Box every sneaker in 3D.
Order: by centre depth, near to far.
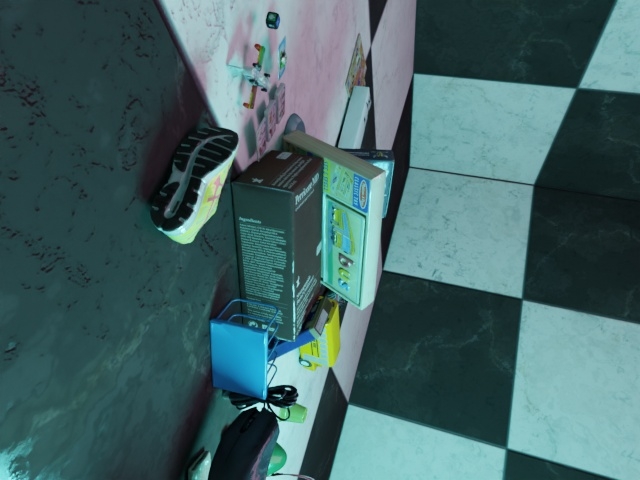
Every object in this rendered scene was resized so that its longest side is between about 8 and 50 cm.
[{"bbox_3d":[-0.187,-0.086,0.715,0.094,0.081,0.208,88,25,-62],"label":"sneaker"},{"bbox_3d":[0.069,0.219,1.814,0.101,0.106,0.267,68,37,-66],"label":"sneaker"}]

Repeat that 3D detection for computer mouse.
[{"bbox_3d":[-0.161,0.413,0.931,0.072,0.189,0.272,50,42,-40],"label":"computer mouse"}]

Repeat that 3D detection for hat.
[{"bbox_3d":[-0.108,0.623,1.291,0.208,0.184,0.173,9,91,-75],"label":"hat"}]

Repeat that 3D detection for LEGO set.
[{"bbox_3d":[-0.115,-0.305,0.901,0.244,0.060,0.182,97,9,-51],"label":"LEGO set"}]

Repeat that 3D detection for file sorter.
[{"bbox_3d":[-0.153,0.222,0.971,0.104,0.118,0.170,-59,156,-62],"label":"file sorter"}]

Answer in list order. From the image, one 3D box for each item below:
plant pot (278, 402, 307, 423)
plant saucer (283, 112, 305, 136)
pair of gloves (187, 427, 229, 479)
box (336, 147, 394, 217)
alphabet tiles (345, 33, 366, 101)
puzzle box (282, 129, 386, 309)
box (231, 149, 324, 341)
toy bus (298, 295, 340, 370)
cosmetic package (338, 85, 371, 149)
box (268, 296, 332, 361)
[{"bbox_3d":[-0.087,0.572,1.536,0.083,0.079,0.083,11,90,-74],"label":"plant pot"},{"bbox_3d":[-0.061,-0.253,1.146,0.119,0.021,0.119,12,90,-75],"label":"plant saucer"},{"bbox_3d":[-0.235,0.549,1.047,0.240,0.042,0.204,-9,109,-75],"label":"pair of gloves"},{"bbox_3d":[0.067,-0.150,1.215,0.059,0.233,0.183,-87,180,-48],"label":"box"},{"bbox_3d":[0.132,-0.576,1.651,0.237,0.009,0.198,50,52,-71],"label":"alphabet tiles"},{"bbox_3d":[0.026,-0.039,1.137,0.052,0.272,0.408,-35,141,-33],"label":"puzzle box"},{"bbox_3d":[-0.085,0.014,1.032,0.191,0.143,0.381,-57,152,-54],"label":"box"},{"bbox_3d":[-0.006,0.323,1.555,0.332,0.130,0.108,85,22,-46],"label":"toy bus"},{"bbox_3d":[0.122,-0.406,1.607,0.099,0.060,0.239,50,53,-70],"label":"cosmetic package"},{"bbox_3d":[-0.079,0.232,1.156,0.036,0.225,0.136,51,26,-13],"label":"box"}]
